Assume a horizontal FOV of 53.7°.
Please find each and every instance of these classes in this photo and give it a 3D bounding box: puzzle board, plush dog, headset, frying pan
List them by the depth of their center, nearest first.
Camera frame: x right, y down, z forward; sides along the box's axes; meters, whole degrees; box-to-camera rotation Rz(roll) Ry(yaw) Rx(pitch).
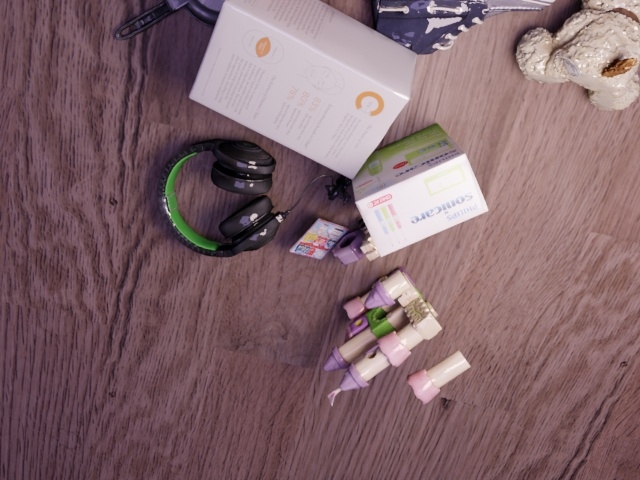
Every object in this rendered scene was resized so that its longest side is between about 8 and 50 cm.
[{"bbox_3d":[0.532,-0.392,1.172,0.263,0.210,0.225,19,87,-7],"label":"plush dog"},{"bbox_3d":[-0.248,-0.492,1.191,0.327,0.053,0.197,-6,111,-1],"label":"frying pan"},{"bbox_3d":[-0.139,-0.097,1.322,0.395,0.185,0.243,-2,109,17],"label":"headset"},{"bbox_3d":[0.000,0.000,1.356,0.096,0.128,0.011,-47,62,16],"label":"puzzle board"}]

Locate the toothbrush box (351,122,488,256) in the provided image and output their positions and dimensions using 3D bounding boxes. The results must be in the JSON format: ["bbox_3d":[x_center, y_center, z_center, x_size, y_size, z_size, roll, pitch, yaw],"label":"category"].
[{"bbox_3d":[0.175,-0.107,1.216,0.206,0.283,0.122,-23,110,10],"label":"toothbrush box"}]

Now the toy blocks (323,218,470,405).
[{"bbox_3d":[0.097,0.179,1.326,0.260,0.288,0.309,-36,111,7],"label":"toy blocks"}]

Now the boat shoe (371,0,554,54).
[{"bbox_3d":[0.256,-0.426,1.188,0.341,0.127,0.158,9,119,4],"label":"boat shoe"}]

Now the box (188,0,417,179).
[{"bbox_3d":[-0.030,-0.303,1.162,0.346,0.168,0.215,26,135,-10],"label":"box"}]
